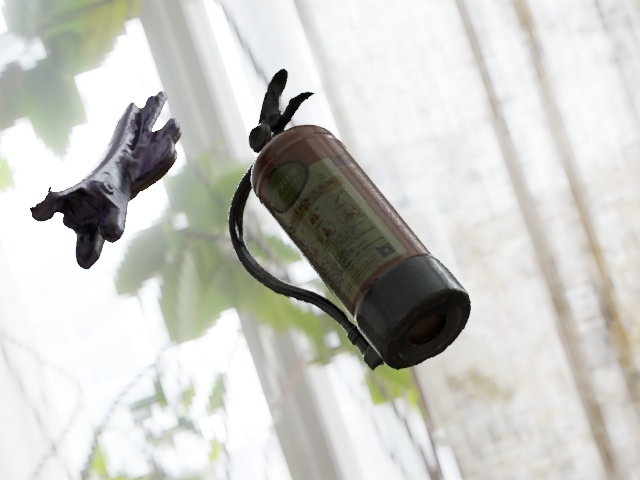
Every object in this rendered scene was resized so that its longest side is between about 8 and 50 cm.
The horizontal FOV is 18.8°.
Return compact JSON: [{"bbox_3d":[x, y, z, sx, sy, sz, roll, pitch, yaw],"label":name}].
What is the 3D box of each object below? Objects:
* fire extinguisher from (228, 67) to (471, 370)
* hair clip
[{"bbox_3d":[-0.004,-0.005,2.116,0.200,0.376,0.113,-43,-35,10],"label":"fire extinguisher"},{"bbox_3d":[-0.220,-0.061,2.033,0.137,0.090,0.278,-38,10,31],"label":"hair clip"}]
